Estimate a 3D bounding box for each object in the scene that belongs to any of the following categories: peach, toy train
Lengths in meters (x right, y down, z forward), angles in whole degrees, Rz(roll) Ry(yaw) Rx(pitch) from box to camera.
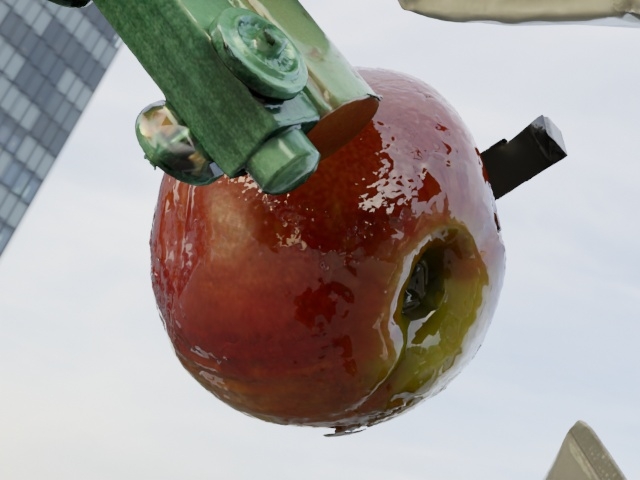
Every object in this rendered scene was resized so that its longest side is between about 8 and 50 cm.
[{"bbox_3d":[-0.002,0.000,0.901,0.289,0.373,0.372,8,-14,-39],"label":"peach"},{"bbox_3d":[-0.078,-0.154,0.633,0.285,0.177,0.116,51,-57,11],"label":"toy train"}]

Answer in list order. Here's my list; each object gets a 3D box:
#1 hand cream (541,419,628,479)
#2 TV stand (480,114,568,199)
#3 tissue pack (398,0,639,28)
[{"bbox_3d":[0.184,0.271,0.768,0.089,0.140,0.314,-15,-31,-22],"label":"hand cream"},{"bbox_3d":[0.156,-0.049,1.062,0.256,0.049,0.040,-33,-59,27],"label":"TV stand"},{"bbox_3d":[0.215,-0.232,0.434,0.356,0.266,0.193,-12,19,-38],"label":"tissue pack"}]
